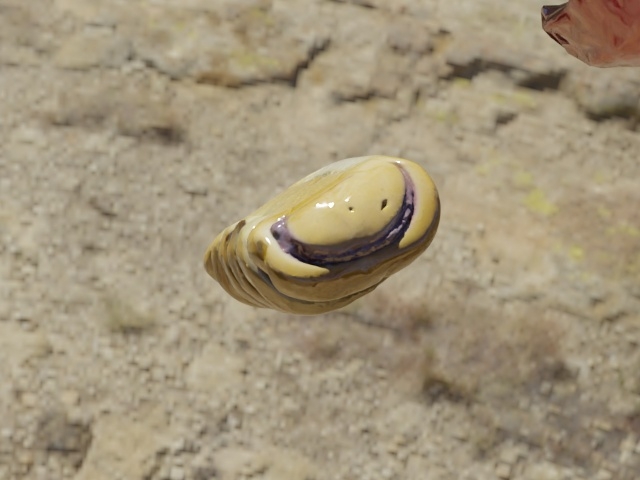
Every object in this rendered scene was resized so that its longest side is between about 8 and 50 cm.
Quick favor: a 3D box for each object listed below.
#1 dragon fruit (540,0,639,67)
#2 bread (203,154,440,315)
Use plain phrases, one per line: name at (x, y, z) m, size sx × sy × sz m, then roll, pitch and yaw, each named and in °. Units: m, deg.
dragon fruit at (0.141, -0.197, 0.382) m, size 0.249 × 0.371 × 0.386 m, roll 23°, pitch 45°, yaw 25°
bread at (0.000, 0.000, 1.103) m, size 0.134 × 0.081 × 0.225 m, roll -32°, pitch 6°, yaw -11°
